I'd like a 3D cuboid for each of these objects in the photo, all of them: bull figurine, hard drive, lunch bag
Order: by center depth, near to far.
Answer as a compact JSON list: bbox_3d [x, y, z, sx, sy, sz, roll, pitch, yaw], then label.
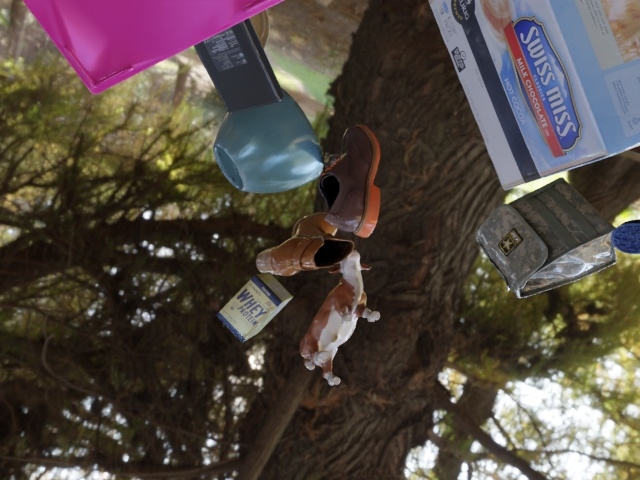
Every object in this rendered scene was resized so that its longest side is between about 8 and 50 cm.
[{"bbox_3d":[-0.119,-0.248,0.770,0.094,0.135,0.022,-6,-143,29],"label":"hard drive"},{"bbox_3d":[0.045,0.180,1.290,0.101,0.310,0.188,21,-167,-17],"label":"bull figurine"},{"bbox_3d":[0.580,0.000,1.454,0.169,0.287,0.235,60,-174,-44],"label":"lunch bag"}]

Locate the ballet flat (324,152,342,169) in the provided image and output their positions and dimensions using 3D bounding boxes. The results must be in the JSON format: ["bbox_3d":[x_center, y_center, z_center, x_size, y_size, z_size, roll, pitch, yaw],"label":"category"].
[{"bbox_3d":[0.050,-0.178,1.308,0.084,0.058,0.250,2,-170,-9],"label":"ballet flat"}]

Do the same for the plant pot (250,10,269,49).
[{"bbox_3d":[-0.246,-0.582,1.460,0.236,0.236,0.032,21,-143,-3],"label":"plant pot"}]

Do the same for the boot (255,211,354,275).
[{"bbox_3d":[0.000,0.000,1.341,0.283,0.109,0.220,-26,-168,-40],"label":"boot"}]

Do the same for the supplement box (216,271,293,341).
[{"bbox_3d":[-0.094,0.096,0.810,0.056,0.083,0.083,45,-174,6],"label":"supplement box"}]

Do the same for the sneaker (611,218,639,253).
[{"bbox_3d":[0.643,-0.002,0.959,0.232,0.081,0.090,12,-163,38],"label":"sneaker"}]

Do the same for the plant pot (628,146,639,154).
[{"bbox_3d":[0.591,-0.294,1.015,0.215,0.230,0.215,19,-166,-5],"label":"plant pot"}]

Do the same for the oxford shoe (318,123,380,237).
[{"bbox_3d":[0.052,-0.131,1.035,0.098,0.097,0.271,14,-133,-15],"label":"oxford shoe"}]

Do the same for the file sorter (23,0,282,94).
[{"bbox_3d":[-0.182,-0.323,0.463,0.182,0.202,0.290,-103,-13,-52],"label":"file sorter"}]

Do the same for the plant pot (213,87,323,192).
[{"bbox_3d":[-0.160,-0.236,1.424,0.290,0.195,0.290,44,157,24],"label":"plant pot"}]

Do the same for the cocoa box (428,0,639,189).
[{"bbox_3d":[0.364,-0.286,0.818,0.231,0.347,0.228,-21,180,-18],"label":"cocoa box"}]
